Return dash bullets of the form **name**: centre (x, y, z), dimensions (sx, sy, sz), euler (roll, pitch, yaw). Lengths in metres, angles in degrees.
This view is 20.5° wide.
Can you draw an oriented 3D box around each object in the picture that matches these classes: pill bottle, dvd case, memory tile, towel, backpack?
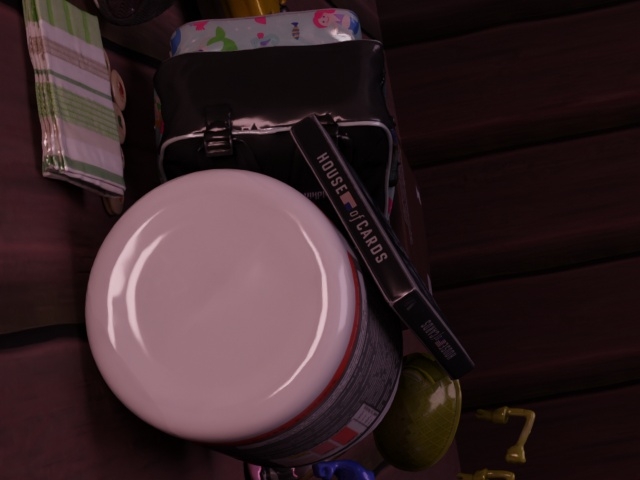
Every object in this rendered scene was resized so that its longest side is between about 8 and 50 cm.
- **pill bottle**: centre (-0.044, 0.081, 1.478), dimensions (0.363, 0.210, 0.210), euler (46, 34, -73)
- **dvd case**: centre (0.055, 0.012, 1.495), dimensions (0.179, 0.029, 0.239), euler (60, 5, 24)
- **memory tile**: centre (-0.182, -0.104, 1.464), dimensions (0.113, 0.012, 0.148), euler (66, 17, -54)
- **towel**: centre (-0.192, -0.112, 1.364), dimensions (0.113, 0.023, 0.152), euler (24, 53, -69)
- **backpack**: centre (-0.041, -0.088, 1.647), dimensions (0.253, 0.225, 0.191), euler (83, 2, -55)

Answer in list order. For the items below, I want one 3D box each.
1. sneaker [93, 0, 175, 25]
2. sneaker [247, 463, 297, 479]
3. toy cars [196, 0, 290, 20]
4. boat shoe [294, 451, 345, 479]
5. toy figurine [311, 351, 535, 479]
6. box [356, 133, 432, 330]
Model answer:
- **sneaker**: centre (-0.177, -0.335, 1.508), dimensions (0.162, 0.106, 0.281), euler (51, -34, 43)
- **sneaker**: centre (-0.040, 0.216, 1.808), dimensions (0.119, 0.057, 0.047), euler (-82, 158, -66)
- **toy cars**: centre (-0.107, -0.357, 1.982), dimensions (0.176, 0.087, 0.394), euler (60, 17, -55)
- **boat shoe**: centre (-0.008, 0.194, 1.958), dimensions (0.096, 0.098, 0.277), euler (53, 20, -2)
- **toy figurine**: centre (0.052, 0.304, 1.778), dimensions (0.217, 0.191, 0.362), euler (2, 109, -59)
- **box**: centre (0.000, 0.000, 1.842), dimensions (0.167, 0.203, 0.168), euler (61, 20, -60)
